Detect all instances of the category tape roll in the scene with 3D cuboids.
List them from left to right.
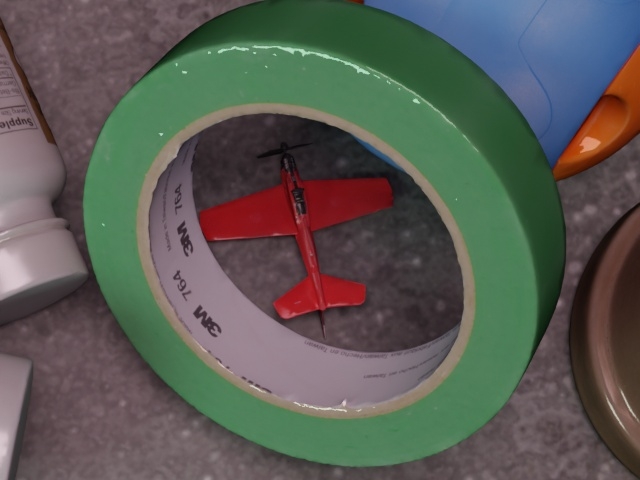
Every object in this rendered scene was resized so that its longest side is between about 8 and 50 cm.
[{"bbox_3d":[0.000,0.000,1.229,0.321,0.321,0.077,35,38,1],"label":"tape roll"}]

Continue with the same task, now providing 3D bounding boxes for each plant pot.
[{"bbox_3d":[0.333,0.055,1.303,0.263,0.229,0.263,2,76,-9],"label":"plant pot"}]

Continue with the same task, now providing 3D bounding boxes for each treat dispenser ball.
[{"bbox_3d":[0.122,-0.177,1.294,0.288,0.288,0.288,2,77,-8],"label":"treat dispenser ball"}]

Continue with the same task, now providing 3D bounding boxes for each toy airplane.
[{"bbox_3d":[-0.013,-0.002,1.367,0.151,0.028,0.151,1,77,-6],"label":"toy airplane"}]

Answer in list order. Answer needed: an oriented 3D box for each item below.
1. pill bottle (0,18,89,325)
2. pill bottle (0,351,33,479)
[{"bbox_3d":[-0.252,-0.059,1.290,0.131,0.131,0.229,-23,81,-13],"label":"pill bottle"},{"bbox_3d":[-0.357,0.113,1.211,0.318,0.176,0.176,11,76,-6],"label":"pill bottle"}]
